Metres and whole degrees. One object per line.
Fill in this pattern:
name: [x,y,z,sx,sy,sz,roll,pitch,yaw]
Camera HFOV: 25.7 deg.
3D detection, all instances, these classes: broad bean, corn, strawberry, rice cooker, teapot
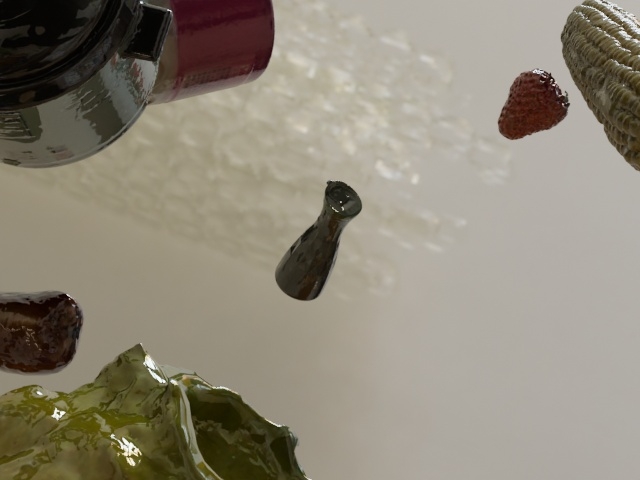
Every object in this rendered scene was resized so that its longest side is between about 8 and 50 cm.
broad bean: [-0.311,0.089,1.394,0.114,0.165,0.084,69,-147,-54]
corn: [0.270,-0.135,1.204,0.320,0.097,0.097,-100,22,-64]
strawberry: [0.221,-0.142,1.481,0.083,0.073,0.073,-31,-15,7]
rice cooker: [-0.269,-0.203,1.280,0.227,0.280,0.241,79,-153,-71]
teapot: [0.000,0.000,1.093,0.043,0.042,0.111,-52,-7,-43]

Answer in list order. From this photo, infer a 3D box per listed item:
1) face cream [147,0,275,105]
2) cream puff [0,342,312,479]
face cream: [-0.172,-0.237,1.525,0.194,0.175,0.175,-18,-45,-29]
cream puff: [-0.080,0.162,0.769,0.282,0.281,0.185,78,-147,-62]
